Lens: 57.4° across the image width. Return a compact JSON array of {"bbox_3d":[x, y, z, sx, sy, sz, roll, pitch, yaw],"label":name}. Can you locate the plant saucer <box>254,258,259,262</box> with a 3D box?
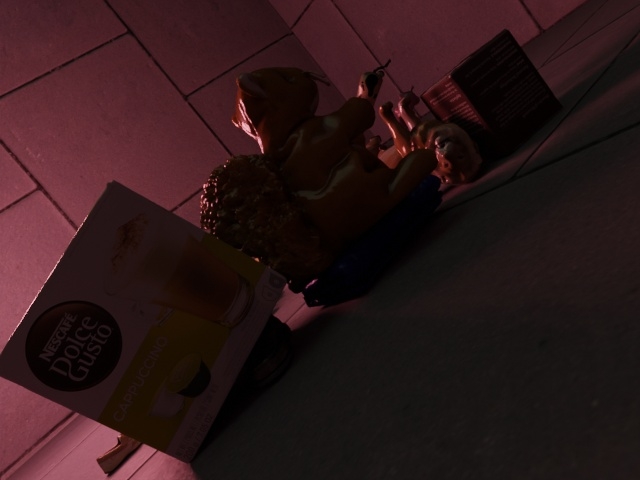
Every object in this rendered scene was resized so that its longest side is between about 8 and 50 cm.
[{"bbox_3d":[-0.262,0.148,2.189,0.333,0.081,0.333,-39,6,5],"label":"plant saucer"}]

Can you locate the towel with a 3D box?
[{"bbox_3d":[0.108,0.011,1.172,0.308,0.076,0.227,-43,1,-28],"label":"towel"}]

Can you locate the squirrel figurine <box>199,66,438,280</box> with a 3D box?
[{"bbox_3d":[-0.059,-0.138,1.112,0.397,0.370,0.281,-43,2,-13],"label":"squirrel figurine"}]

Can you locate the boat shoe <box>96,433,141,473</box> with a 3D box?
[{"bbox_3d":[-0.426,0.443,1.276,0.135,0.045,0.050,-45,9,-38],"label":"boat shoe"}]

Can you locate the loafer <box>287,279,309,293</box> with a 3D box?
[{"bbox_3d":[-0.039,0.051,1.313,0.109,0.095,0.302,-53,-7,5],"label":"loafer"}]

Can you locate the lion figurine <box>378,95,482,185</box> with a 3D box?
[{"bbox_3d":[0.166,-0.161,1.323,0.142,0.240,0.392,-24,-10,-46],"label":"lion figurine"}]

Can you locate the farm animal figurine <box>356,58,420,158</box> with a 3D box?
[{"bbox_3d":[0.138,-0.233,1.493,0.327,0.330,0.172,-35,12,24],"label":"farm animal figurine"}]

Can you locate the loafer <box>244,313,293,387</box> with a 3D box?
[{"bbox_3d":[-0.109,0.188,1.077,0.096,0.084,0.267,-37,7,2],"label":"loafer"}]

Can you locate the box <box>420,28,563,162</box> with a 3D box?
[{"bbox_3d":[0.357,-0.297,1.246,0.167,0.203,0.168,-40,7,-11],"label":"box"}]

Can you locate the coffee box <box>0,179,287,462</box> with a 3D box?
[{"bbox_3d":[-0.315,0.141,1.060,0.338,0.334,0.338,-62,13,-13],"label":"coffee box"}]
